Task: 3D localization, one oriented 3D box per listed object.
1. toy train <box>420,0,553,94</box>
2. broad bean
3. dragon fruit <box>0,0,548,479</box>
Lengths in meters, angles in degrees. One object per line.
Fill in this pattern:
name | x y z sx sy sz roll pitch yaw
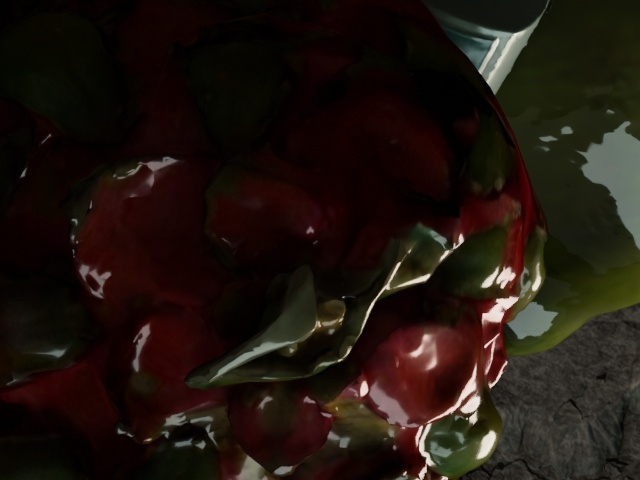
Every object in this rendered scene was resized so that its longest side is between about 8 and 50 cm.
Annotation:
toy train | 0.000 0.000 0.804 0.407 0.086 0.088 118 -4 -48
broad bean | 0.111 -0.044 0.869 0.238 0.119 0.291 10 139 9
dragon fruit | -0.055 -0.006 0.595 0.237 0.231 0.303 -3 -152 -40
